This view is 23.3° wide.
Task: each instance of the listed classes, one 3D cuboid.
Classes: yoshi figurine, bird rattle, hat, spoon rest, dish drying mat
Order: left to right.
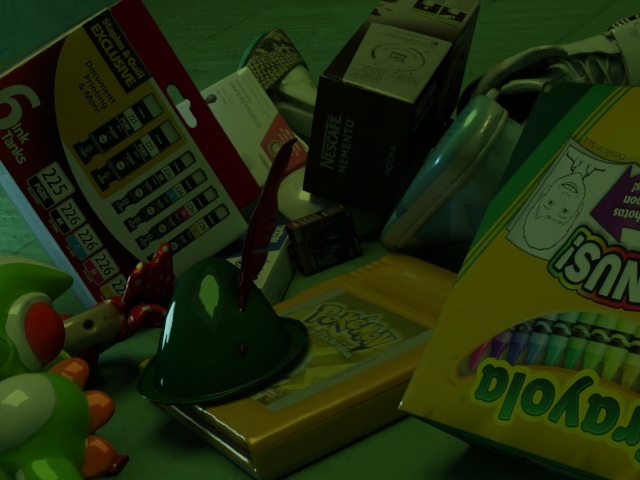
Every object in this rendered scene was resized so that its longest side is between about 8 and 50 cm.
[{"bbox_3d":[-0.330,0.139,1.417,0.204,0.203,0.362,2,45,-44],"label":"yoshi figurine"},{"bbox_3d":[-0.264,0.100,1.657,0.253,0.143,0.207,-35,2,-35],"label":"bird rattle"},{"bbox_3d":[-0.226,0.217,1.491,0.083,0.008,0.032,-8,22,22],"label":"dish drying mat"},{"bbox_3d":[-0.112,0.032,1.500,0.173,0.183,0.208,-7,21,23],"label":"hat"},{"bbox_3d":[0.044,-0.076,1.973,0.137,0.084,0.276,25,39,18],"label":"spoon rest"}]

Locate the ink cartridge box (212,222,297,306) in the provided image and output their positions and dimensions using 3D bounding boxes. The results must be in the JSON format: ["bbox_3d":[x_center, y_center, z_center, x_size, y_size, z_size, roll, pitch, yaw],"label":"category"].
[{"bbox_3d":[-0.088,0.042,1.807,0.097,0.046,0.207,-10,19,14],"label":"ink cartridge box"}]

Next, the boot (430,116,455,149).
[{"bbox_3d":[0.182,-0.089,1.858,0.045,0.121,0.099,-25,15,-18],"label":"boot"}]

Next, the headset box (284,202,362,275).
[{"bbox_3d":[0.000,0.000,1.831,0.083,0.062,0.032,-20,19,-15],"label":"headset box"}]

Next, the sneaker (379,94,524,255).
[{"bbox_3d":[0.190,-0.016,1.669,0.127,0.208,0.319,-58,0,-20],"label":"sneaker"}]

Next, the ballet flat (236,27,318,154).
[{"bbox_3d":[-0.091,-0.153,2.239,0.182,0.164,0.483,15,35,17],"label":"ballet flat"}]

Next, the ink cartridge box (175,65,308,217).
[{"bbox_3d":[-0.146,-0.099,2.003,0.218,0.158,0.092,-32,-12,-11],"label":"ink cartridge box"}]

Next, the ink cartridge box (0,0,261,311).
[{"bbox_3d":[-0.233,-0.105,1.829,0.272,0.309,0.130,-37,14,-16],"label":"ink cartridge box"}]

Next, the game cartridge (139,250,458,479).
[{"bbox_3d":[0.016,0.110,1.535,0.324,0.052,0.285,-25,21,-22],"label":"game cartridge"}]

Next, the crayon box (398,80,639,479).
[{"bbox_3d":[0.264,0.042,1.195,0.363,0.106,0.313,11,72,53],"label":"crayon box"}]

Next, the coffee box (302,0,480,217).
[{"bbox_3d":[0.090,-0.181,1.915,0.119,0.168,0.297,19,36,11],"label":"coffee box"}]

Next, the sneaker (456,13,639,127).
[{"bbox_3d":[0.343,-0.193,1.931,0.366,0.137,0.210,-18,4,9],"label":"sneaker"}]
